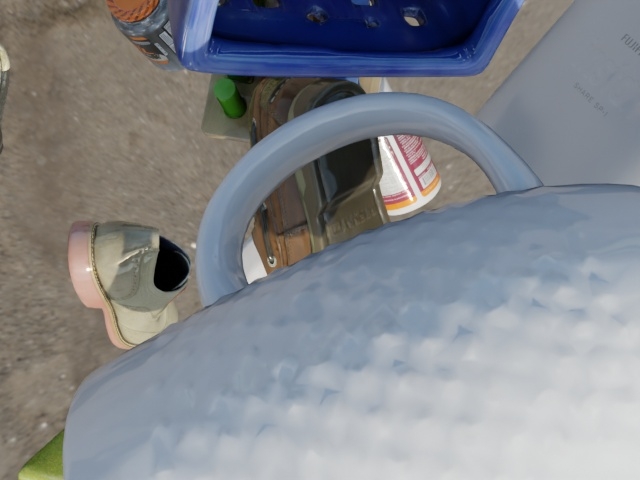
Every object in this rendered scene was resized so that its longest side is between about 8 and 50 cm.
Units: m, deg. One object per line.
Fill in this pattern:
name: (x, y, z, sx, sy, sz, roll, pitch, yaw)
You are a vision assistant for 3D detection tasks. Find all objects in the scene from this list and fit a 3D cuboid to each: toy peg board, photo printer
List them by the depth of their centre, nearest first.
photo printer: (0.293, -0.129, 0.977, 0.107, 0.256, 0.307, 28, 112, -36)
toy peg board: (-0.023, -0.171, 1.047, 0.161, 0.079, 0.161, 9, 82, 6)

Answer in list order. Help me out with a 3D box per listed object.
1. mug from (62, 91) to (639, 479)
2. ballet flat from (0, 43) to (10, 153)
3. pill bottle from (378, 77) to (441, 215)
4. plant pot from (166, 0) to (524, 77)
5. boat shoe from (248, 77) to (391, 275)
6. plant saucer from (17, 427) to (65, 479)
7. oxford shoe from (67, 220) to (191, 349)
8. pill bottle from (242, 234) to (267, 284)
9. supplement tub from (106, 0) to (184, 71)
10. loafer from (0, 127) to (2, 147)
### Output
mug: (0.056, 0.080, 0.648, 0.328, 0.276, 0.374, -28, 64, 10)
ballet flat: (-0.351, -0.145, 1.180, 0.057, 0.173, 0.049, 36, 45, 7)
pill bottle: (0.107, -0.161, 1.883, 0.121, 0.121, 0.221, -30, 115, -2)
plant pot: (0.017, -0.262, 0.742, 0.236, 0.236, 0.212, -3, 51, -24)
boat shoe: (0.000, 0.000, 1.007, 0.111, 0.104, 0.307, -18, 114, -38)
plant saucer: (-0.160, 0.223, 1.019, 0.045, 0.188, 0.188, 9, 127, 36)
oxford shoe: (-0.262, 0.079, 1.742, 0.147, 0.397, 0.140, -6, 71, 5)
pill bottle: (0.074, 0.082, 1.374, 0.204, 0.361, 0.204, -1, 89, 43)
supplement tub: (-0.278, -0.374, 1.911, 0.117, 0.190, 0.117, -6, 71, 17)
loafer: (-0.376, -0.067, 0.934, 0.220, 0.078, 0.080, -15, 112, 14)
